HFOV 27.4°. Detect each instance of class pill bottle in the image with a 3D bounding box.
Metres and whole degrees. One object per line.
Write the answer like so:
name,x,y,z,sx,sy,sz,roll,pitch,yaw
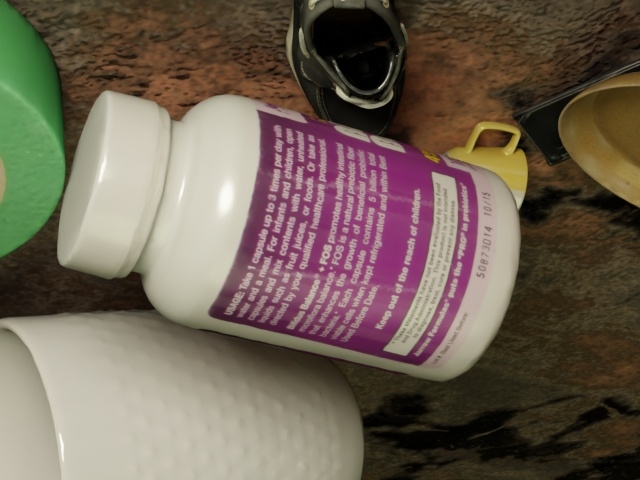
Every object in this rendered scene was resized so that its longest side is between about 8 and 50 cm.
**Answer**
pill bottle,-0.025,-0.008,0.936,0.302,0.169,0.169,15,144,-20

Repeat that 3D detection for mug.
mug,0.132,-0.059,1.091,0.064,0.078,0.062,9,179,-14
mug,-0.129,0.246,1.220,0.328,0.374,0.276,-2,162,-33

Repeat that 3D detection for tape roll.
tape roll,-0.339,-0.070,0.899,0.321,0.077,0.321,-7,151,-4

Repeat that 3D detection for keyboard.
keyboard,0.255,-0.112,1.056,0.180,0.023,0.108,-22,142,23

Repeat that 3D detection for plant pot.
plant pot,0.299,-0.066,0.998,0.236,0.032,0.236,22,164,7

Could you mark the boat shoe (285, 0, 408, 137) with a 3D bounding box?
boat shoe,0.020,-0.125,0.908,0.084,0.079,0.233,-10,154,-1
